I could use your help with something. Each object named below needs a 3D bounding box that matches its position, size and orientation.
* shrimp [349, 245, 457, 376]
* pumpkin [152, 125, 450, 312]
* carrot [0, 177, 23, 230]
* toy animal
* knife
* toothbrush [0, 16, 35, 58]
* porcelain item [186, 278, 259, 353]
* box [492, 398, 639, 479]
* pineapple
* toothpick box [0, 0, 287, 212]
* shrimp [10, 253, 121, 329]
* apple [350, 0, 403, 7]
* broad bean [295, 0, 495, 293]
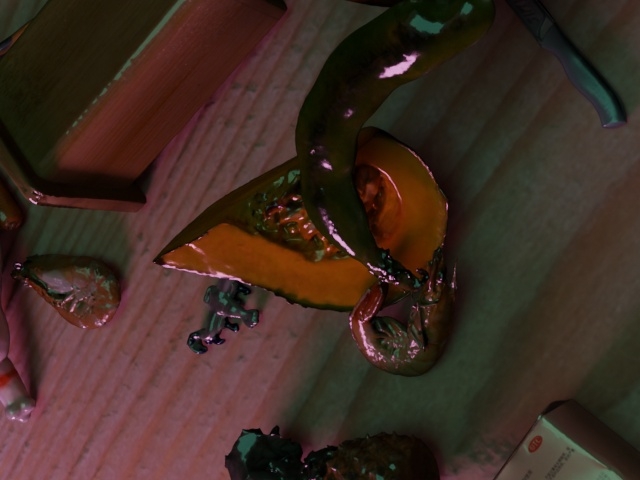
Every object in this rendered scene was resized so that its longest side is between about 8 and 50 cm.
[{"bbox_3d":[0.080,0.064,0.874,0.095,0.045,0.162,23,127,18],"label":"shrimp"},{"bbox_3d":[-0.002,0.000,0.914,0.278,0.111,0.163,-27,109,14],"label":"pumpkin"},{"bbox_3d":[-0.445,-0.088,1.204,0.037,0.037,0.190,-47,67,23],"label":"carrot"},{"bbox_3d":[-0.457,0.100,1.155,0.138,0.140,0.282,-11,85,18],"label":"toy animal"},{"bbox_3d":[0.209,-0.185,0.832,0.028,0.015,0.210,-43,71,30],"label":"knife"},{"bbox_3d":[-0.459,-0.229,1.209,0.321,0.031,0.023,-22,81,29],"label":"toothbrush"},{"bbox_3d":[-0.097,0.074,1.013,0.075,0.021,0.136,27,104,27],"label":"porcelain item"},{"bbox_3d":[0.210,0.273,0.799,0.168,0.095,0.212,38,109,22],"label":"box"},{"bbox_3d":[0.003,0.243,0.919,0.237,0.111,0.119,-10,57,35],"label":"pineapple"},{"bbox_3d":[-0.207,-0.200,0.984,0.308,0.187,0.190,-44,70,19],"label":"toothpick box"},{"bbox_3d":[-0.320,0.055,1.130,0.184,0.043,0.091,15,102,28],"label":"shrimp"},{"bbox_3d":[0.086,-0.323,0.724,0.288,0.317,0.288,13,110,40],"label":"apple"},{"bbox_3d":[0.048,-0.088,0.756,0.144,0.049,0.292,21,129,13],"label":"broad bean"}]
